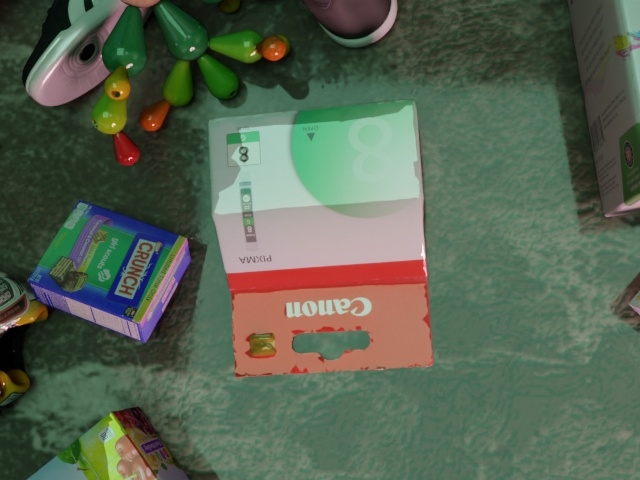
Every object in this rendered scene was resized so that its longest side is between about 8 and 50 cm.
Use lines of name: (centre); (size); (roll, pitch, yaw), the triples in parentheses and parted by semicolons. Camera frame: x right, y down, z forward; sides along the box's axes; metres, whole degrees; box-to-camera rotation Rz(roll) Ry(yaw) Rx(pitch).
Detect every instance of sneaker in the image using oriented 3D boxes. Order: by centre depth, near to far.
sneaker: (-0.029, -0.313, 0.724); (0.104, 0.147, 0.296); (-29, 80, 6)
sneaker: (-0.312, 0.135, 0.750); (0.092, 0.088, 0.225); (22, 91, 2)
sneaker: (-0.217, -0.232, 0.783); (0.121, 0.079, 0.217); (37, 82, 13)

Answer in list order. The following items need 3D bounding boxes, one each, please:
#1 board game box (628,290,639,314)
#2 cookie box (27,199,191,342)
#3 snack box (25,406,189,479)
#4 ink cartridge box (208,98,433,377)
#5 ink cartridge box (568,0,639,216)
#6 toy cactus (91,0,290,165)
board game box: (0.332, 0.027, 0.678); (0.103, 0.026, 0.154); (41, 91, -12)
cookie box: (-0.180, 0.025, 0.748); (0.107, 0.040, 0.092); (19, 60, 9)
snack box: (-0.172, 0.275, 0.723); (0.174, 0.070, 0.207); (-38, 79, 3)
ink cartridge box: (0.000, 0.000, 0.736); (0.180, 0.056, 0.225); (-4, 82, 8)
ink cartridge box: (0.257, -0.137, 0.659); (0.093, 0.154, 0.213); (-10, 83, 6)
toy cactus: (-0.128, -0.185, 0.724); (0.219, 0.112, 0.180); (-41, 119, -6)
